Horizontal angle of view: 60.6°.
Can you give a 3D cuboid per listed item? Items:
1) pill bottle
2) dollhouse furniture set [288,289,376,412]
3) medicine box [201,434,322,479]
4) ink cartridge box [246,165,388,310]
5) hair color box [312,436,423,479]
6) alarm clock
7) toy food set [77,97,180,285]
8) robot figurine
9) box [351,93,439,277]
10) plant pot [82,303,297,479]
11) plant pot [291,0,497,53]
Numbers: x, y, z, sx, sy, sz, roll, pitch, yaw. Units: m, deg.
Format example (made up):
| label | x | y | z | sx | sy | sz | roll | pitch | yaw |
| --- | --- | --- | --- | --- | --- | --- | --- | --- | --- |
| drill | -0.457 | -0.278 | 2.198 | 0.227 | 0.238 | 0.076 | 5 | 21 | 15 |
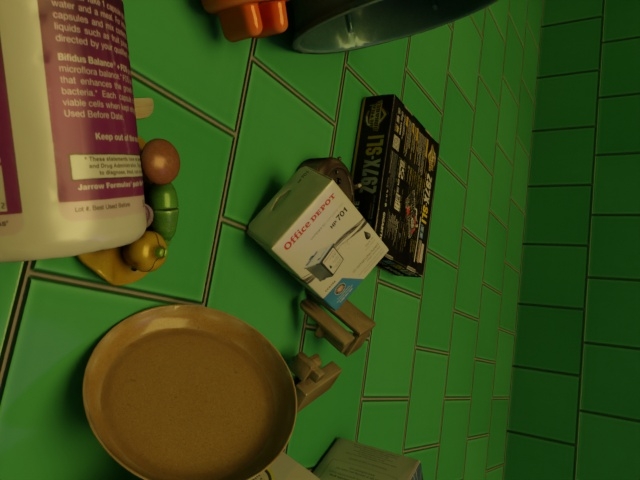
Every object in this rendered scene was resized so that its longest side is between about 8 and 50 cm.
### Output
| label | x | y | z | sx | sy | sz | roll | pitch | yaw |
| --- | --- | --- | --- | --- | --- | --- | --- | --- | --- |
| pill bottle | -0.245 | -0.141 | 0.453 | 0.169 | 0.169 | 0.301 | -15 | 104 | -56 |
| dollhouse furniture set | -0.018 | 0.180 | 0.945 | 0.144 | 0.123 | 0.151 | -17 | 141 | -55 |
| medicine box | -0.129 | 0.405 | 0.589 | 0.263 | 0.149 | 0.289 | -33 | 143 | -51 |
| ink cartridge box | 0.000 | 0.000 | 0.860 | 0.139 | 0.082 | 0.190 | -49 | 133 | -7 |
| hair color box | 0.026 | 0.493 | 0.893 | 0.347 | 0.174 | 0.105 | -37 | 123 | -50 |
| alarm clock | 0.000 | -0.072 | 0.932 | 0.192 | 0.064 | 0.129 | -30 | 116 | -49 |
| toy food set | -0.205 | -0.056 | 0.606 | 0.128 | 0.071 | 0.217 | -11 | 101 | -56 |
| robot figurine | -0.104 | -0.372 | 0.695 | 0.128 | 0.158 | 0.219 | -99 | 180 | -72 |
| box | 0.156 | -0.104 | 1.153 | 0.257 | 0.079 | 0.321 | 26 | 70 | -56 |
| plant pot | -0.142 | 0.171 | 0.617 | 0.236 | 0.236 | 0.032 | -35 | 159 | -51 |
| plant pot | 0.083 | -0.497 | 0.824 | 0.341 | 0.341 | 0.333 | -25 | 103 | -54 |
